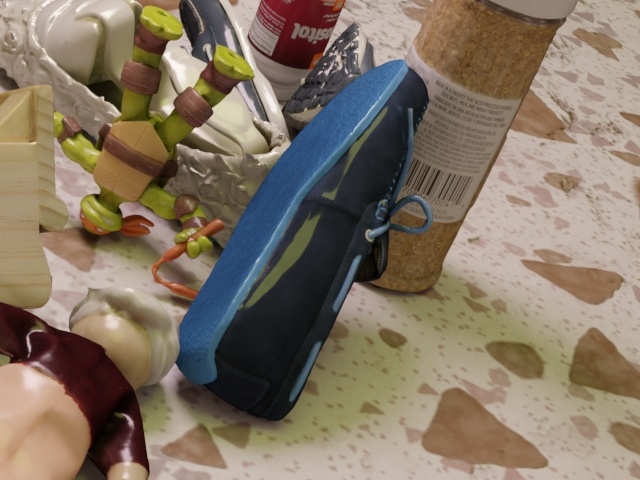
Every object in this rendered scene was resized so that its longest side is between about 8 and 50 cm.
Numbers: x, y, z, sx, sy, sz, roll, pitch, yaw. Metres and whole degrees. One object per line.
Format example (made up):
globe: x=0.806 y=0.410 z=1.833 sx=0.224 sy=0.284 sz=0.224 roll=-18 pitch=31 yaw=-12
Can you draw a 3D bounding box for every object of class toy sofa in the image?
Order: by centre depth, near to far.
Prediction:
toy sofa: x=-0.382 y=-0.029 z=1.182 sx=0.363 sy=0.177 sz=0.150 roll=-2 pitch=-1 yaw=-37

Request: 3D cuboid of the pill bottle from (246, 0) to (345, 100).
pill bottle: x=-0.030 y=-0.232 z=1.725 sx=0.086 sy=0.152 sz=0.086 roll=18 pitch=31 yaw=-11

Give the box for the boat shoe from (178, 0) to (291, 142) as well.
boat shoe: x=-0.105 y=-0.163 z=1.625 sx=0.079 sy=0.095 sz=0.254 roll=-19 pitch=58 yaw=-11

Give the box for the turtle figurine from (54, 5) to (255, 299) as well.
turtle figurine: x=-0.145 y=-0.077 z=1.380 sx=0.269 sy=0.217 sz=0.087 roll=34 pitch=16 yaw=6

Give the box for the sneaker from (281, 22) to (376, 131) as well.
sneaker: x=0.040 y=-0.134 z=1.582 sx=0.122 sy=0.110 sz=0.283 roll=37 pitch=0 yaw=-4

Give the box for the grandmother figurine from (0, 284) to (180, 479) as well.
grandmother figurine: x=-0.202 y=0.120 z=1.122 sx=0.207 sy=0.104 sz=0.342 roll=53 pitch=29 yaw=-3

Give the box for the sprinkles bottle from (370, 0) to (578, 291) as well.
sprinkles bottle: x=0.120 y=-0.123 z=1.455 sx=0.121 sy=0.355 sz=0.121 roll=18 pitch=30 yaw=-11

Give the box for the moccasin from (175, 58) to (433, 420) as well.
moccasin: x=0.000 y=0.000 z=1.340 sx=0.117 sy=0.138 sz=0.342 roll=42 pitch=67 yaw=-19

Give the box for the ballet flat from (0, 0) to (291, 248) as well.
ballet flat: x=-0.163 y=-0.151 z=1.504 sx=0.409 sy=0.147 sz=0.147 roll=38 pitch=33 yaw=22
